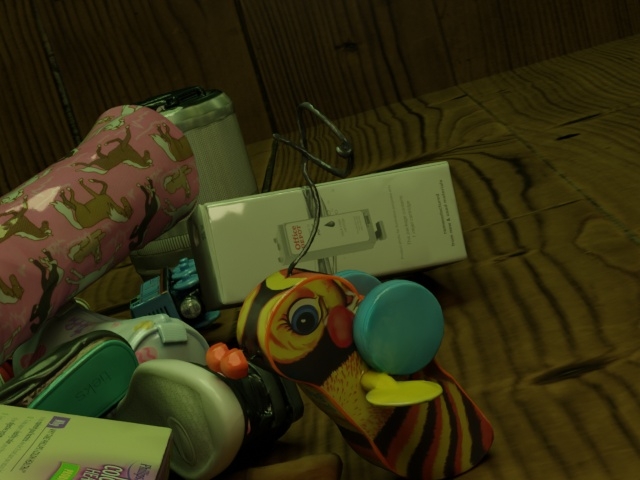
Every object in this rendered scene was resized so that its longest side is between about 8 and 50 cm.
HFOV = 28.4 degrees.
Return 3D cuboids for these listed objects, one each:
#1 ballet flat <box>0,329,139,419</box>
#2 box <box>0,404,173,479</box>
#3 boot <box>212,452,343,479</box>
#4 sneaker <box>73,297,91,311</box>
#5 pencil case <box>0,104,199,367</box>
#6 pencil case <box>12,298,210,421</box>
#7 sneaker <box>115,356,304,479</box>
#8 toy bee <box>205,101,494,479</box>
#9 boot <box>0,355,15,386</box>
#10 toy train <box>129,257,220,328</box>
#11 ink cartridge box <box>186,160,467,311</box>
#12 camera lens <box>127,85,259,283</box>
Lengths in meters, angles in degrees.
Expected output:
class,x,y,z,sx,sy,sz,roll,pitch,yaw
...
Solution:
class,x,y,z,sx,sy,sz,roll,pitch,yaw
ballet flat,-0.280,0.176,1.108,0.280,0.095,0.096,-35,23,-32
box,-0.232,0.187,0.843,0.242,0.117,0.213,8,3,-4
boot,0.012,0.206,0.867,0.264,0.096,0.280,-24,5,2
sneaker,-0.414,0.121,1.759,0.185,0.070,0.084,-14,7,15
pencil case,-0.293,0.000,1.352,0.160,0.167,0.386,29,43,15
pencil case,-0.221,0.132,1.335,0.113,0.124,0.273,20,-9,-35
sneaker,-0.076,0.132,1.061,0.146,0.105,0.296,-23,-6,-23
toy bee,-0.001,0.077,0.950,0.162,0.298,0.195,-36,-2,-19
boot,-0.367,0.146,1.558,0.176,0.088,0.244,-20,9,-24
toy train,-0.192,0.079,1.646,0.105,0.080,0.184,-23,13,-3
ink cartridge box,0.000,0.000,1.462,0.282,0.117,0.207,-10,-3,-11
camera lens,-0.207,-0.081,1.903,0.219,0.274,0.219,-16,12,3
